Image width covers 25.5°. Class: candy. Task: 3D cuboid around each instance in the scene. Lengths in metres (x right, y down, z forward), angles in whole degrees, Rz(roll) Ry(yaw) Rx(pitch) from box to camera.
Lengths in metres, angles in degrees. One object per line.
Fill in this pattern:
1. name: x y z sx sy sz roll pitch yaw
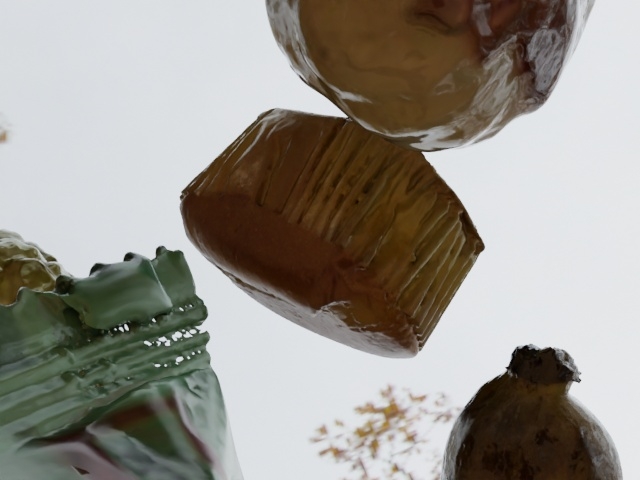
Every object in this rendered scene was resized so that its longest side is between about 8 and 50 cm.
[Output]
1. candy: -0.083 0.202 0.740 0.172 0.263 0.398 -35 -102 29

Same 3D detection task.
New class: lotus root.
1. lotus root: 0.161 0.195 1.082 0.145 0.128 0.260 25 -58 48

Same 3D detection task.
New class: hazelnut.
1. hazelnut: 0.078 -0.196 1.051 0.261 0.261 0.241 -7 -65 28

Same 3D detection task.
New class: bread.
1. bread: 0.000 0.000 1.283 0.288 0.204 0.156 21 -114 46

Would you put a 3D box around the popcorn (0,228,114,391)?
1. popcorn: -0.287 0.107 1.212 0.194 0.256 0.255 -10 -105 37
